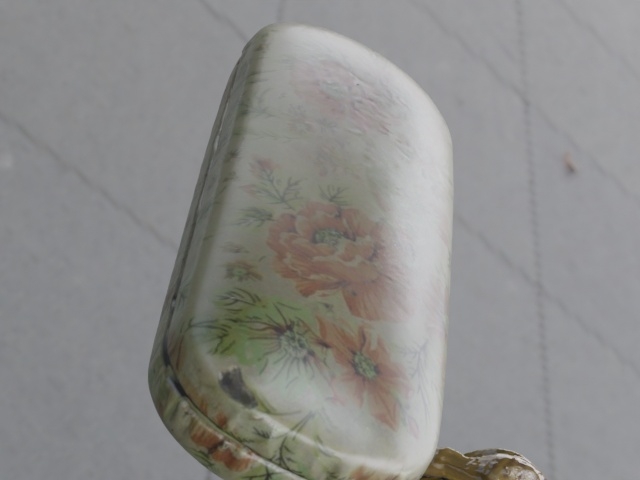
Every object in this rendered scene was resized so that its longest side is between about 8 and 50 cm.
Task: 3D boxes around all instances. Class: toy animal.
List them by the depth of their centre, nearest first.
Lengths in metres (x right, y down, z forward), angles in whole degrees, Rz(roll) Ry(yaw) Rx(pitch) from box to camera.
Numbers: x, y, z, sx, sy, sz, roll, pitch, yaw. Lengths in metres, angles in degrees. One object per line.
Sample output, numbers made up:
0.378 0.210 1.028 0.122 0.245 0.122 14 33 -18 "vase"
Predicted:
0.159 0.234 1.350 0.054 0.276 0.149 85 19 -64 "toy animal"

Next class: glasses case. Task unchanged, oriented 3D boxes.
0.000 0.000 1.066 0.156 0.098 0.425 29 31 -13 "glasses case"
